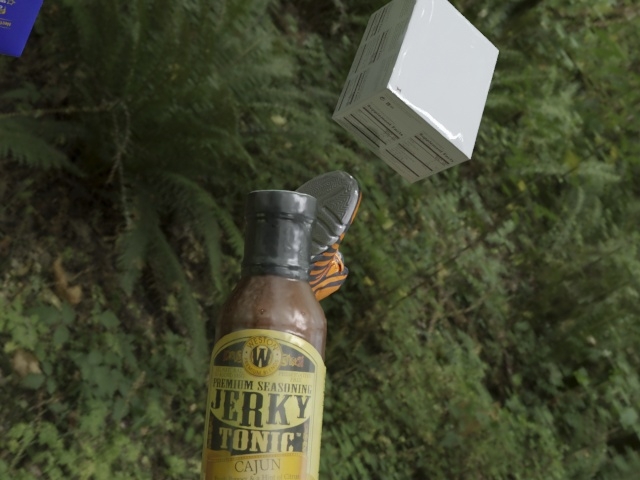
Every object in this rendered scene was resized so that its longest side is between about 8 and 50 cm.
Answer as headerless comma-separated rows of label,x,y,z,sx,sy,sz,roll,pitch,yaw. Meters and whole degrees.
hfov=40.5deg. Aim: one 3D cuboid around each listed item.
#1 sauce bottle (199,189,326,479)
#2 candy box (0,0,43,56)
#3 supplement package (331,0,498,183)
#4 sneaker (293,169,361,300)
sauce bottle,-0.051,0.127,0.800,0.111,0.111,0.344,15,75,-53
candy box,-0.535,-0.444,1.273,0.268,0.317,0.122,6,49,-36
supplement package,0.171,-0.274,1.512,0.204,0.145,0.262,36,57,-25
sneaker,0.000,0.000,1.637,0.124,0.321,0.180,49,28,23
